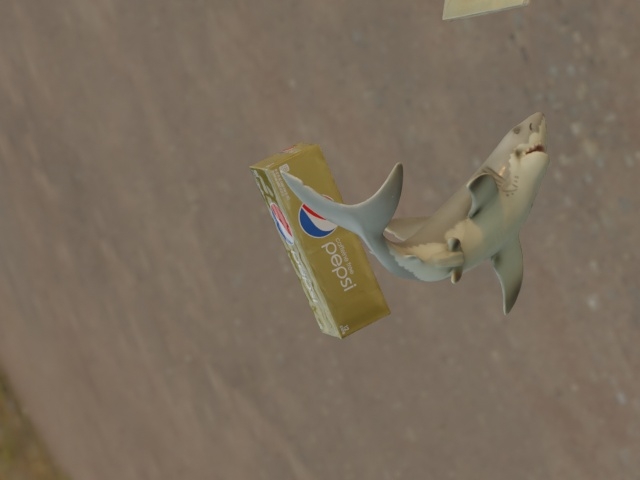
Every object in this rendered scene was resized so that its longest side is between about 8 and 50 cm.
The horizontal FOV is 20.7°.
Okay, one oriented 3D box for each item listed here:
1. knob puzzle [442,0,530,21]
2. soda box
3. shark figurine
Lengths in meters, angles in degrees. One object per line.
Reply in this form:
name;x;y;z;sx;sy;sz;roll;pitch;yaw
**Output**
knob puzzle;0.208;-0.348;1.981;0.213;0.030;0.213;-36;48;54
soda box;0.000;0.000;1.669;0.181;0.058;0.061;66;165;-12
shark figurine;0.081;-0.011;1.463;0.116;0.278;0.166;16;112;38
